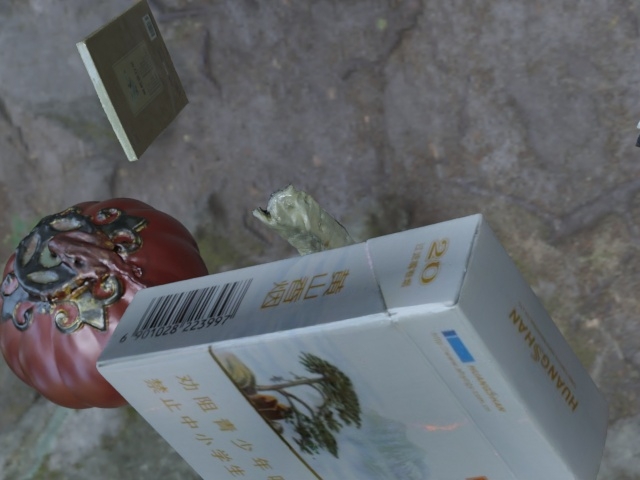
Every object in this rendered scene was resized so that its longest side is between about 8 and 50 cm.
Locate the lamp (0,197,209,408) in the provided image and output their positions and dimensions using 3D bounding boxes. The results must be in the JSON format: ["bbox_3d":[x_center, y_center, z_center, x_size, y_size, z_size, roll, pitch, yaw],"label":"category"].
[{"bbox_3d":[-0.223,0.058,1.118,0.227,0.226,0.227,28,125,51],"label":"lamp"}]

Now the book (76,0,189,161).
[{"bbox_3d":[-0.323,-0.290,1.951,0.021,0.310,0.217,-15,111,18],"label":"book"}]

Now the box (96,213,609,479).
[{"bbox_3d":[0.014,0.078,0.590,0.233,0.067,0.149,-13,130,35],"label":"box"}]

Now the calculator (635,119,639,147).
[{"bbox_3d":[0.340,-0.199,0.987,0.040,0.177,0.268,27,143,11],"label":"calculator"}]

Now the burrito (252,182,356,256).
[{"bbox_3d":[0.000,0.002,1.410,0.058,0.229,0.063,-11,57,31],"label":"burrito"}]
